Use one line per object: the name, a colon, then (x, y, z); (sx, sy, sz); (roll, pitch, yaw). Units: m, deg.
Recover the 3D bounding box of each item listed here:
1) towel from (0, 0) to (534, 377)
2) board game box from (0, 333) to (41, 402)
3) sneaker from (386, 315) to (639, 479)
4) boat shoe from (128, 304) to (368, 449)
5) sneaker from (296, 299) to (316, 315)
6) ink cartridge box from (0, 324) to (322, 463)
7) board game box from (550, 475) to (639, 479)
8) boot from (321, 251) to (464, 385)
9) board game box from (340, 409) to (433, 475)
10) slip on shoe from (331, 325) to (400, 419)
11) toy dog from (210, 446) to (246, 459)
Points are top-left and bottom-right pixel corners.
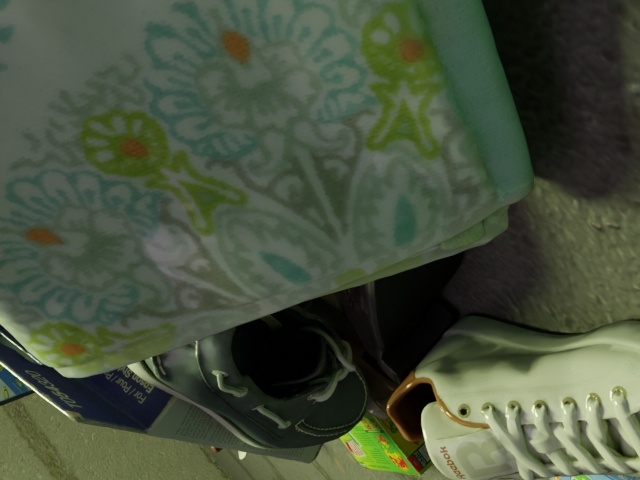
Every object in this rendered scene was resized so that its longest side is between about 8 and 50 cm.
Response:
towel: (-0.094, -0.101, 0.362); (0.090, 0.321, 0.374); (-94, -19, -52)
board game box: (-0.386, 0.035, 0.896); (0.308, 0.086, 0.302); (67, -158, 3)
sneaker: (0.147, 0.122, 0.485); (0.106, 0.123, 0.290); (59, 156, -11)
boat shoe: (-0.027, 0.113, 0.641); (0.099, 0.116, 0.319); (1, 157, 33)
sneaker: (-0.056, 0.112, 0.908); (0.108, 0.100, 0.271); (37, 154, 21)
ink cartridge box: (-0.195, 0.107, 0.771); (0.324, 0.071, 0.330); (23, 173, 36)
board game box: (0.257, 0.223, 0.529); (0.211, 0.039, 0.160); (25, 145, 48)
boot: (0.000, 0.000, 0.628); (0.229, 0.091, 0.263); (39, 157, 29)
board game box: (0.067, 0.221, 0.899); (0.092, 0.043, 0.181); (52, 159, 0)
slip on shoe: (0.043, 0.129, 0.815); (0.051, 0.041, 0.135); (25, -163, -40)
toy dog: (-0.126, 0.259, 1.182); (0.220, 0.161, 0.333); (47, 158, 13)
